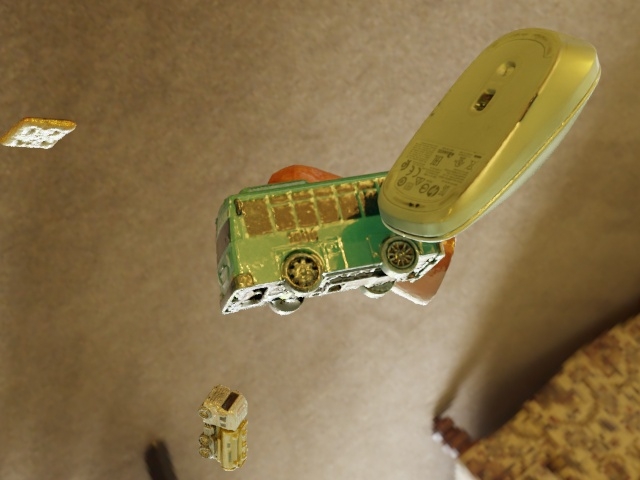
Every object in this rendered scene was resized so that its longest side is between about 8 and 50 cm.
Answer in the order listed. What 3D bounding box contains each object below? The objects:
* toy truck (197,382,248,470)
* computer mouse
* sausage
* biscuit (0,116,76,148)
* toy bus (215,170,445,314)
[{"bbox_3d":[-0.129,0.257,1.582,0.052,0.063,0.123,-55,156,-47],"label":"toy truck"},{"bbox_3d":[0.186,-0.105,1.234,0.097,0.159,0.288,42,79,-33],"label":"computer mouse"},{"bbox_3d":[0.046,-0.016,1.524,0.113,0.259,0.113,-155,-90,-87],"label":"sausage"},{"bbox_3d":[-0.397,-0.151,1.626,0.083,0.018,0.081,1,160,-44],"label":"biscuit"},{"bbox_3d":[0.000,0.000,1.375,0.256,0.147,0.128,-9,164,-16],"label":"toy bus"}]
